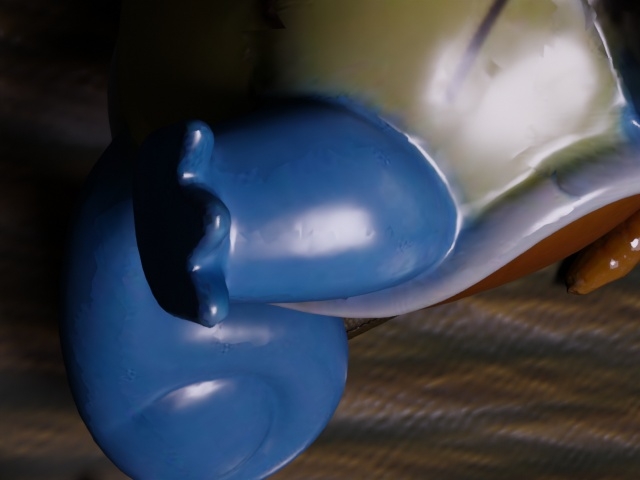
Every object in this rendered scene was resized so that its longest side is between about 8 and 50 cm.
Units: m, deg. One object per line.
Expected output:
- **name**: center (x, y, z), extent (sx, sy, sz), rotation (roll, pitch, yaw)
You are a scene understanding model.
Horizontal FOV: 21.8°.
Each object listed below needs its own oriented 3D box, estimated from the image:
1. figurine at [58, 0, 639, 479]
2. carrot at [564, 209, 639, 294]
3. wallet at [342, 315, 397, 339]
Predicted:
- **figurine**: center (0.040, -0.070, 0.538), extent (0.416, 0.298, 0.243), rotation (-41, 133, 13)
- **carrot**: center (0.244, -0.086, 0.784), extent (0.336, 0.069, 0.069), rotation (-38, 132, 8)
- **wallet**: center (0.000, 0.000, 0.708), extent (0.198, 0.031, 0.110), rotation (-24, 128, -18)
